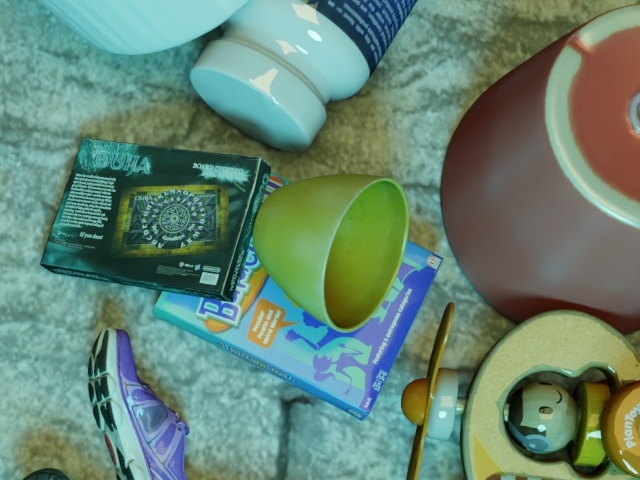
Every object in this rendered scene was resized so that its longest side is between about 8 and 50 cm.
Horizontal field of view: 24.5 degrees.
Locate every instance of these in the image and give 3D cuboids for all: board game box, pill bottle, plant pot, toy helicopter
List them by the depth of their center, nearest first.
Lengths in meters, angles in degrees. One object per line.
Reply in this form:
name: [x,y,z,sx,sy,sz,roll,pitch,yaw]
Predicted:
plant pot: [0.000,0.000,1.242,0.095,0.134,0.134,18,72,29]
toy helicopter: [0.139,0.212,1.246,0.235,0.140,0.355,35,84,-2]
plant pot: [0.255,-0.069,1.271,0.275,0.243,0.275,2,75,-6]
board game box: [-0.143,-0.021,1.276,0.186,0.026,0.126,9,73,26]
board game box: [-0.019,0.041,1.309,0.210,0.047,0.160,26,74,1]
pill bottle: [0.002,-0.220,1.324,0.153,0.153,0.264,30,74,1]

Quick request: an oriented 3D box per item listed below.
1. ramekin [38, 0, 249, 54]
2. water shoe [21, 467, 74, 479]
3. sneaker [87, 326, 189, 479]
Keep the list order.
ramekin: [-0.148,-0.293,1.274,0.277,0.135,0.277,-18,50,23]
water shoe: [-0.177,0.272,1.195,0.073,0.080,0.203,-30,63,-11]
sneaker: [-0.151,0.154,1.267,0.071,0.068,0.170,-17,87,-26]
